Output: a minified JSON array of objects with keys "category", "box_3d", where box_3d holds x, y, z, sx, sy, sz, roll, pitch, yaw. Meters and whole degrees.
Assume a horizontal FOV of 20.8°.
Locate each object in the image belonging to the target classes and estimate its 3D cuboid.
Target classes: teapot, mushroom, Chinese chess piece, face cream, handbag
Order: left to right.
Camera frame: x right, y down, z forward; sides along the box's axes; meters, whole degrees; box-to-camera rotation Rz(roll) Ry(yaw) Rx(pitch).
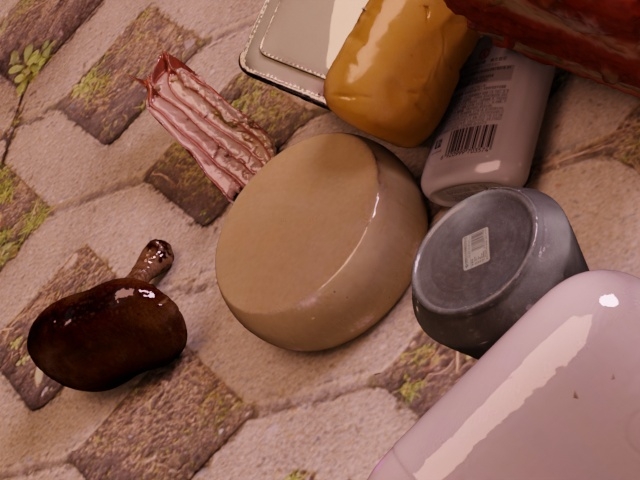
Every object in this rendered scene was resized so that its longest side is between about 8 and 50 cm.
[{"category":"mushroom","box_3d":[-0.252,0.081,2.228,0.227,0.148,0.217,-16,30,24]},{"category":"Chinese chess piece","box_3d":[0.000,0.000,2.036,0.273,0.102,0.273,-25,46,28]},{"category":"handbag","box_3d":[0.090,-0.316,2.102,0.236,0.160,0.358,25,92,37]},{"category":"face cream","box_3d":[0.202,-0.174,2.000,0.144,0.071,0.291,-11,53,41]},{"category":"teapot","box_3d":[0.206,0.055,1.682,0.171,0.225,0.203,-19,46,31]}]

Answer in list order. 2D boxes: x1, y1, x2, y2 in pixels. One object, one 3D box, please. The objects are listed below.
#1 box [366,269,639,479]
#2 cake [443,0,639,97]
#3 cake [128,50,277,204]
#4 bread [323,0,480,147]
[{"category":"box","box_3d":[0.225,0.220,1.509,0.289,0.141,0.349,45,95,8]},{"category":"cake","box_3d":[0.290,-0.317,1.799,0.269,0.319,0.270,26,84,30]},{"category":"cake","box_3d":[-0.135,-0.141,2.315,0.098,0.135,0.287,-43,57,1]},{"category":"bread","box_3d":[0.121,-0.256,1.961,0.305,0.142,0.091,-64,17,2]}]
